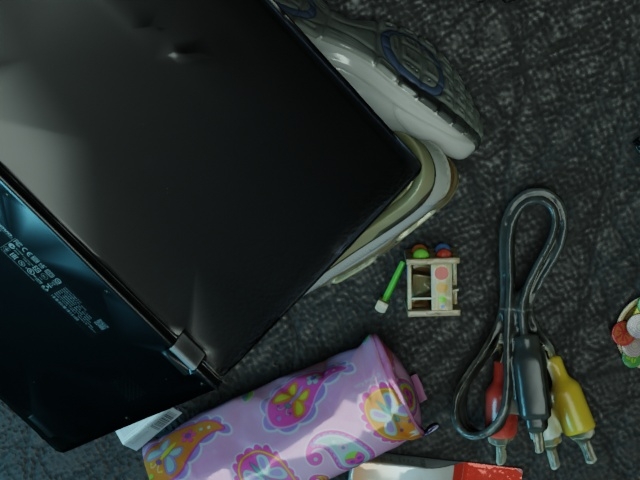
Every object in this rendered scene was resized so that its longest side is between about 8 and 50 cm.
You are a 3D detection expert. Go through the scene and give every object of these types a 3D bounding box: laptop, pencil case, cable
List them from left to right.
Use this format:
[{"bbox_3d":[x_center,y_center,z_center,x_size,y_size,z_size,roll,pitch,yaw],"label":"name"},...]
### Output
[{"bbox_3d":[-0.206,-0.056,1.538,0.382,0.236,0.408,47,137,-16],"label":"laptop"},{"bbox_3d":[-0.033,0.196,1.682,0.284,0.124,0.124,-27,101,4],"label":"pencil case"},{"bbox_3d":[0.197,0.091,1.706,0.139,0.072,0.287,-4,90,18],"label":"cable"}]

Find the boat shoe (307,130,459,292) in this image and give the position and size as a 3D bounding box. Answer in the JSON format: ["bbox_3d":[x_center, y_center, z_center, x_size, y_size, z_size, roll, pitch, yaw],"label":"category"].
[{"bbox_3d":[0.000,0.000,1.637,0.302,0.103,0.113,-27,68,27],"label":"boat shoe"}]

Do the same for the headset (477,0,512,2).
[{"bbox_3d":[0.153,-0.423,1.563,0.243,0.185,0.394,-8,87,-2],"label":"headset"}]

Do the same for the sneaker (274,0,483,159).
[{"bbox_3d":[0.016,-0.151,1.628,0.297,0.111,0.129,27,123,-7],"label":"sneaker"}]

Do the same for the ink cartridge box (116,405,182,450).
[{"bbox_3d":[-0.191,0.145,1.697,0.063,0.029,0.115,-40,57,7],"label":"ink cartridge box"}]

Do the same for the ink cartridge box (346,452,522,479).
[{"bbox_3d":[0.110,0.296,1.741,0.179,0.045,0.145,7,102,1],"label":"ink cartridge box"}]

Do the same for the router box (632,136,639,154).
[{"bbox_3d":[0.381,-0.085,1.663,0.122,0.038,0.092,-29,100,6],"label":"router box"}]

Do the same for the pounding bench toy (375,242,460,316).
[{"bbox_3d":[0.094,0.038,1.680,0.083,0.052,0.065,-2,102,0],"label":"pounding bench toy"}]

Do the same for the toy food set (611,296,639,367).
[{"bbox_3d":[0.335,0.093,1.710,0.083,0.020,0.083,24,101,-5],"label":"toy food set"}]

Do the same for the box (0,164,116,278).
[{"bbox_3d":[-0.295,-0.054,1.636,0.261,0.103,0.184,30,98,-6],"label":"box"}]
